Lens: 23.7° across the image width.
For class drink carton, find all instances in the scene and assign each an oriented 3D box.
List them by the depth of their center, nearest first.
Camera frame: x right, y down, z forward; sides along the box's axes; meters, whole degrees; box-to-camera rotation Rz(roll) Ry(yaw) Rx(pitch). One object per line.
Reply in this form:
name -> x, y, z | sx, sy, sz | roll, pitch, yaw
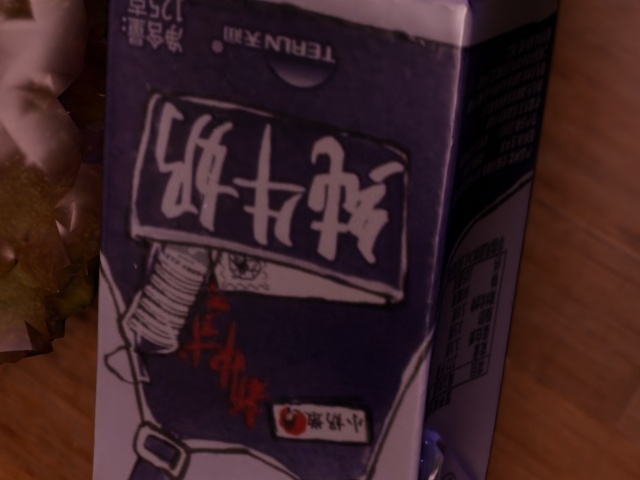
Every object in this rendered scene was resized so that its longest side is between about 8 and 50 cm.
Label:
drink carton -> -0.001, 0.000, 0.560 | 0.134, 0.102, 0.222 | 13, 112, 21

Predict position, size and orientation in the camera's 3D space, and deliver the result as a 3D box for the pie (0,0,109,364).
pie -> -0.226, -0.085, 0.647 | 0.354, 0.103, 0.288 | 29, 115, 13
